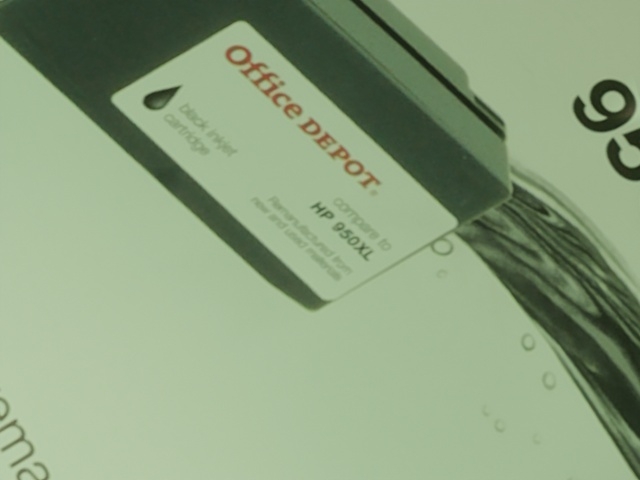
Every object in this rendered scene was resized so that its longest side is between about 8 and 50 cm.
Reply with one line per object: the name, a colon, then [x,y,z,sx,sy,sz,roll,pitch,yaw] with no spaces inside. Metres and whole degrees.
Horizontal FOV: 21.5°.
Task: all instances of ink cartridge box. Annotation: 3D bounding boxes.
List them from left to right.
ink cartridge box: [0.000,0.000,0.592,0.395,0.166,0.285,-30,75,-15]
